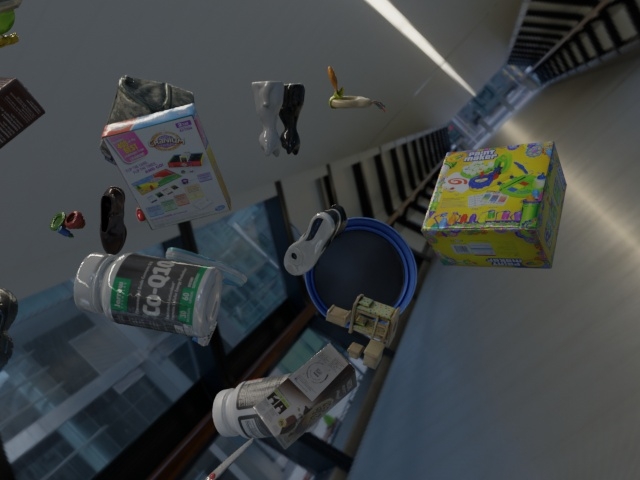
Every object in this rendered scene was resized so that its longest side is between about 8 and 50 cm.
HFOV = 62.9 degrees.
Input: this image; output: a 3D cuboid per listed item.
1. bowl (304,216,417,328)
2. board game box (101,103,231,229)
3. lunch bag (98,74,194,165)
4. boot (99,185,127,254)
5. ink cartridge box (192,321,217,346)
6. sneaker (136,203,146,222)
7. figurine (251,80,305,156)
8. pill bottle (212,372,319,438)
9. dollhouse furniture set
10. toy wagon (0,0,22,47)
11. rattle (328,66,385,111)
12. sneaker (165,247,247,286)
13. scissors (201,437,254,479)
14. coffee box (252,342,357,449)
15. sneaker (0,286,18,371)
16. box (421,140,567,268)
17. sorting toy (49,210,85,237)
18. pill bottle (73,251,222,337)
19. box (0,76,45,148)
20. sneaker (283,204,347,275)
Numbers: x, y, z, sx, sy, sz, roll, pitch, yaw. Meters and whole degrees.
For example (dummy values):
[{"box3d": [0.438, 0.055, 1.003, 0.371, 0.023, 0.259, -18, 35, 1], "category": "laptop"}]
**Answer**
[{"box3d": [0.139, 0.117, 1.832, 0.391, 0.391, 0.077, -45, -7, -9], "category": "bowl"}, {"box3d": [-0.406, -0.191, 1.426, 0.242, 0.316, 0.064, -14, 41, 0], "category": "board game box"}, {"box3d": [-0.597, -0.390, 1.793, 0.305, 0.256, 0.212, -56, 31, 34], "category": "lunch bag"}, {"box3d": [-0.689, -0.049, 1.697, 0.207, 0.090, 0.248, -121, 40, -73], "category": "boot"}, {"box3d": [-0.369, 0.288, 1.666, 0.083, 0.048, 0.028, -66, -16, 4], "category": "ink cartridge box"}, {"box3d": [-0.523, -0.116, 1.541, 0.067, 0.042, 0.118, 111, 160, -65], "category": "sneaker"}, {"box3d": [-0.117, -0.347, 1.512, 0.215, 0.092, 0.209, -28, -62, -63], "category": "figurine"}, {"box3d": [-0.197, 0.608, 1.912, 0.363, 0.210, 0.210, -15, 10, 21], "category": "pill bottle"}, {"box3d": [0.085, 0.208, 1.299, 0.161, 0.182, 0.101, -43, -35, -56], "category": "dollhouse furniture set"}, {"box3d": [-0.762, -0.614, 1.191, 0.267, 0.068, 0.344, -55, -10, -45], "category": "toy wagon"}, {"box3d": [0.129, -0.513, 1.784, 0.130, 0.199, 0.143, -11, -74, -64], "category": "rattle"}, {"box3d": [-0.449, 0.169, 1.963, 0.127, 0.319, 0.208, 153, 135, -69], "category": "sneaker"}, {"box3d": [-0.293, 0.608, 1.325, 0.109, 0.021, 0.297, 10, 48, 37], "category": "scissors"}, {"box3d": [-0.038, 0.469, 1.574, 0.297, 0.119, 0.168, -37, -30, -16], "category": "coffee box"}, {"box3d": [-0.929, 0.220, 1.436, 0.125, 0.139, 0.341, -45, 42, 1], "category": "sneaker"}, {"box3d": [0.462, -0.090, 1.379, 0.290, 0.177, 0.279, 1, 55, 39], "category": "box"}, {"box3d": [-0.618, -0.037, 1.287, 0.102, 0.042, 0.061, -5, 60, 28], "category": "sorting toy"}, {"box3d": [-0.474, 0.145, 1.464, 0.204, 0.361, 0.204, 8, -90, -86], "category": "pill bottle"}, {"box3d": [-1.066, -0.335, 1.605, 0.191, 0.143, 0.381, 18, 58, 41], "category": "box"}, {"box3d": [0.000, 0.000, 1.310, 0.121, 0.079, 0.217, -31, -16, -49], "category": "sneaker"}]
